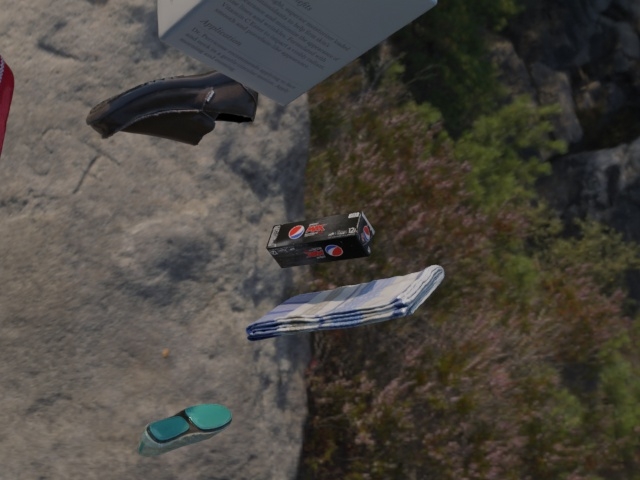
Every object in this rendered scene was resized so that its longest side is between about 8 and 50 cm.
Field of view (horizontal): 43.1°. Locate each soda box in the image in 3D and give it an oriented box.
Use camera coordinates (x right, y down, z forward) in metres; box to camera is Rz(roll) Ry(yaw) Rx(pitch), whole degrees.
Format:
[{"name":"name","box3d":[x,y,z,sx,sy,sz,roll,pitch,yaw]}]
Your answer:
[{"name":"soda box","box3d":[0.000,0.000,1.328,0.060,0.169,0.053,55,37,-41]}]

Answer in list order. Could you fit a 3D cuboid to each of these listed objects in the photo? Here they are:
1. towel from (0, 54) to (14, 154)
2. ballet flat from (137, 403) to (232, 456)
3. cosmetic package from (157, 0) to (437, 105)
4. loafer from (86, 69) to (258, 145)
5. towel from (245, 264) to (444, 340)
[{"name":"towel","box3d":[-0.397,-0.174,0.862,0.031,0.275,0.199,0,68,1]},{"name":"ballet flat","box3d":[-0.205,0.283,1.206,0.168,0.052,0.057,-1,41,-51]},{"name":"cosmetic package","box3d":[-0.026,-0.241,0.687,0.151,0.184,0.151,22,51,-45]},{"name":"loafer","box3d":[-0.253,-0.239,1.512,0.366,0.134,0.130,-21,101,-34]},{"name":"towel","box3d":[0.042,0.096,1.288,0.209,0.285,0.034,-30,106,-62]}]
